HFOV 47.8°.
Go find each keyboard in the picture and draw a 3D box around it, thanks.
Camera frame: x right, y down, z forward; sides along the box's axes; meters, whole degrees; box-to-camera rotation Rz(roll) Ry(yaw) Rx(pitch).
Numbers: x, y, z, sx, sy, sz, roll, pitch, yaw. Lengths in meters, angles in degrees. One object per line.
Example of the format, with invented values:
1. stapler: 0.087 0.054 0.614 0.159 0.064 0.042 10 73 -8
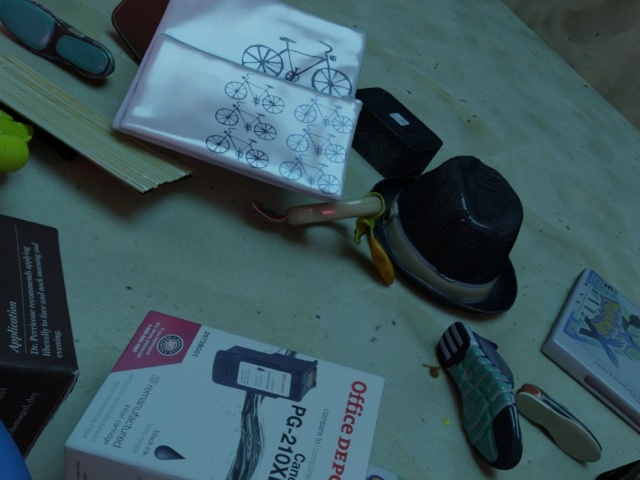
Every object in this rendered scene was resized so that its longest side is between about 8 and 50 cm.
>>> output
1. keyboard: -0.335 -0.139 0.954 0.180 0.023 0.108 28 27 -8

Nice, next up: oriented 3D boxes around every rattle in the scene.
1. rattle: 0.000 0.000 1.055 0.199 0.143 0.130 -11 19 -29

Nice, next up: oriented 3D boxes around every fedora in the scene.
1. fedora: 0.235 -0.038 1.194 0.334 0.152 0.334 23 35 -17

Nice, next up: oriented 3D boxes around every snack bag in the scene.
1. snack bag: -0.089 -0.240 1.046 0.323 0.037 0.343 18 59 -8

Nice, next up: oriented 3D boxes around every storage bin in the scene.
1. storage bin: 0.128 -0.203 1.376 0.180 0.084 0.122 45 34 18

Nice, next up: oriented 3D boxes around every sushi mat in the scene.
1. sushi mat: -0.322 -0.157 0.936 0.316 0.019 0.151 33 20 3

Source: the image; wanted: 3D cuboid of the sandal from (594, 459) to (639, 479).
1. sandal: 0.403 0.325 0.936 0.219 0.090 0.060 -5 65 -46

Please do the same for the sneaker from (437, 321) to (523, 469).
1. sneaker: 0.235 0.202 0.953 0.098 0.083 0.224 21 34 -27

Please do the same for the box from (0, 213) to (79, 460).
1. box: -0.313 0.075 0.530 0.203 0.167 0.168 18 31 -37

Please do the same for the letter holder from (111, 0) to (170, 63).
1. letter holder: -0.177 -0.324 1.235 0.302 0.214 0.152 46 3 13

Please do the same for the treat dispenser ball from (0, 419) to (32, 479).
1. treat dispenser ball: -0.267 0.168 0.305 0.288 0.288 0.288 23 34 -17

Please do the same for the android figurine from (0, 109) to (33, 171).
1. android figurine: -0.426 -0.140 0.773 0.248 0.056 0.273 33 12 14

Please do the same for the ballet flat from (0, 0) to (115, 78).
1. ballet flat: -0.393 -0.300 1.087 0.188 0.070 0.070 34 33 -3

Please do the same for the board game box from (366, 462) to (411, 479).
1. board game box: 0.010 0.266 0.719 0.259 0.039 0.124 28 34 -13

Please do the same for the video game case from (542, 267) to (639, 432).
1. video game case: 0.545 0.207 1.251 0.300 0.036 0.329 41 33 10

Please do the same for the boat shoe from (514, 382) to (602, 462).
1. boat shoe: 0.332 0.250 1.004 0.137 0.049 0.043 37 31 14

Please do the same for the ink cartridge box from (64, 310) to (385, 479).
1. ink cartridge box: -0.074 0.177 0.636 0.237 0.100 0.172 15 35 4
